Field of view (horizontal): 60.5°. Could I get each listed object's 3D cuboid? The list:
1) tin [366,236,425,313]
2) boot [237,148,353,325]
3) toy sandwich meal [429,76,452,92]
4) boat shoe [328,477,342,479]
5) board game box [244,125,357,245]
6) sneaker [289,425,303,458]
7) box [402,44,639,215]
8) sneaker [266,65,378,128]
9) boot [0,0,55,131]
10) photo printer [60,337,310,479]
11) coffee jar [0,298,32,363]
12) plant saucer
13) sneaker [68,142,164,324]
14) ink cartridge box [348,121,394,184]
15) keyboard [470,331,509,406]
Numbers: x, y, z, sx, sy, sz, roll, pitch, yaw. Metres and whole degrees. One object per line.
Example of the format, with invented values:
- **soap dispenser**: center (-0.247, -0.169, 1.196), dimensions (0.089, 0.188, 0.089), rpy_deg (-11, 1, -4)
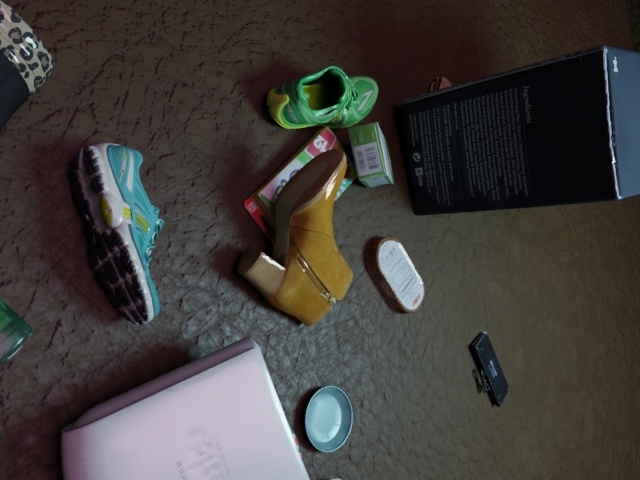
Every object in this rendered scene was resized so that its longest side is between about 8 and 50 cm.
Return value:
- **tin**: center (0.170, 0.079, 1.227), dimensions (0.106, 0.040, 0.190), rpy_deg (-44, 110, -33)
- **boot**: center (0.000, 0.001, 1.015), dimensions (0.211, 0.104, 0.295), rpy_deg (39, 86, -37)
- **toy sandwich meal**: center (0.323, -0.390, 1.456), dimensions (0.085, 0.029, 0.086), rpy_deg (10, 75, -39)
- **boat shoe**: center (0.043, 0.575, 0.974), dimensions (0.098, 0.096, 0.277), rpy_deg (12, 73, -38)
- **board game box**: center (-0.031, -0.104, 1.083), dimensions (0.259, 0.039, 0.124), rpy_deg (-48, 113, -29)
- **sneaker**: center (-0.106, 0.355, 0.928), dimensions (0.161, 0.057, 0.076), rpy_deg (1, 63, -39)
- **box**: center (0.533, -0.239, 1.299), dimensions (0.479, 0.471, 0.298), rpy_deg (-12, 95, -41)
- **sneaker**: center (0.030, -0.289, 1.120), dimensions (0.295, 0.123, 0.110), rpy_deg (-23, 96, -42)
- **boot**: center (-0.523, -0.223, 0.619), dimensions (0.377, 0.138, 0.284), rpy_deg (42, 58, -31)
- **photo printer**: center (-0.192, 0.315, 0.782), dimensions (0.307, 0.107, 0.256), rpy_deg (-20, 91, -26)
- **coffee jar**: center (-0.444, 0.074, 0.656), dimensions (0.184, 0.096, 0.079), rpy_deg (53, 50, -21)
- **plant saucer**: center (0.011, 0.338, 1.045), dimensions (0.119, 0.021, 0.120), rpy_deg (10, 75, -40)
- **sneaker**: center (-0.279, -0.013, 0.818), dimensions (0.109, 0.107, 0.276), rpy_deg (-13, 90, -51)
- **ink cartridge box**: center (0.114, -0.176, 1.183), dimensions (0.209, 0.062, 0.109), rpy_deg (-1, 80, -78)
- **keyboard**: center (0.430, 0.337, 1.408), dimensions (0.108, 0.023, 0.180), rpy_deg (-35, 103, -46)
